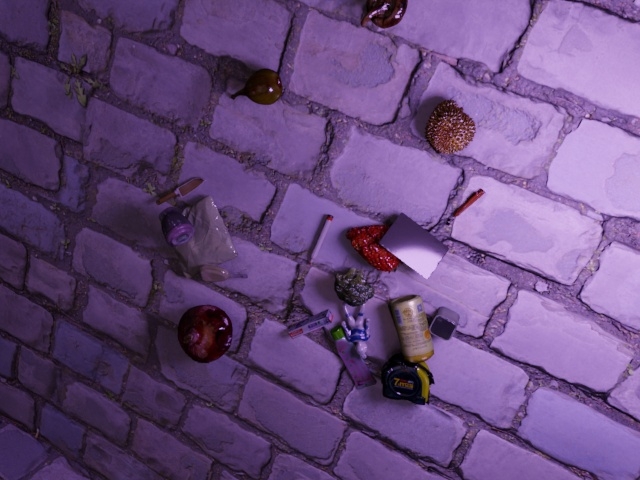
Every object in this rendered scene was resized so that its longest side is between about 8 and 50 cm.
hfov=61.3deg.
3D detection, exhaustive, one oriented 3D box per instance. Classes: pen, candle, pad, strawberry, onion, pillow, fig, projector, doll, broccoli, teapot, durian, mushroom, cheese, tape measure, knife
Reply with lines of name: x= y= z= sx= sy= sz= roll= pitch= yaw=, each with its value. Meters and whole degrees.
pen: x=0.000 y=0.000 z=2.023 sx=0.026 sy=0.026 sz=0.218 roll=28 pitch=114 yaw=11
candle: x=0.480 y=-0.111 z=1.806 sx=0.026 sy=0.021 sz=0.167 roll=37 pitch=117 yaw=-16
pad: x=0.323 y=0.018 z=1.857 sx=0.211 sy=0.003 sz=0.143 roll=38 pitch=79 yaw=-2
strawberry: x=0.201 y=0.011 z=1.908 sx=0.228 sy=0.098 sz=0.174 roll=37 pitch=114 yaw=5
onion: x=-0.484 y=0.388 z=2.225 sx=0.252 sy=0.219 sz=0.252 roll=3 pitch=98 yaw=20
pillow: x=-0.497 y=-0.009 z=2.182 sx=0.281 sy=0.076 sz=0.274 roll=-22 pitch=96 yaw=25
fig: x=-0.242 y=-0.533 z=1.909 sx=0.236 sy=0.124 sz=0.124 roll=0 pitch=107 yaw=34
projector: x=0.440 y=0.294 z=1.915 sx=0.083 sy=0.082 sz=0.083 roll=28 pitch=114 yaw=11
doll: x=0.140 y=0.343 z=2.063 sx=0.114 sy=0.057 sz=0.227 roll=-7 pitch=95 yaw=16
broccoli: x=0.117 y=0.172 z=1.973 sx=0.162 sy=0.137 sz=0.146 roll=18 pitch=153 yaw=-19
teapot: x=-0.570 y=-0.055 z=2.125 sx=0.116 sy=0.148 sz=0.146 roll=-29 pitch=67 yaw=-15
durian: x=0.409 y=-0.349 z=1.700 sx=0.158 sy=0.137 sz=0.168 roll=38 pitch=109 yaw=29
mushroom: x=0.195 y=-0.726 z=1.690 sx=0.171 sy=0.080 sz=0.135 roll=-29 pitch=82 yaw=27
cheese: x=-0.390 y=0.138 z=2.184 sx=0.192 sy=0.037 sz=0.097 roll=5 pitch=144 yaw=-1
tape measure: x=0.327 y=0.508 z=2.013 sx=0.199 sy=0.112 sz=0.186 roll=6 pitch=116 yaw=13
knife: x=-0.560 y=-0.195 z=2.177 sx=0.256 sy=0.022 sz=0.046 roll=-24 pitch=90 yaw=21

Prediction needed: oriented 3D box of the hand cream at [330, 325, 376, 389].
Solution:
hand cream: x=0.124 y=0.461 z=2.116 sx=0.079 sy=0.050 sz=0.275 roll=-16 pitch=107 yaw=50

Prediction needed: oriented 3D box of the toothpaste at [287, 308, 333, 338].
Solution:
toothpaste: x=-0.039 y=0.331 z=2.135 sx=0.196 sy=0.047 sz=0.040 roll=-27 pitch=110 yaw=26

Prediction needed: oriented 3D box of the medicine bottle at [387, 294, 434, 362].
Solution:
medicine bottle: x=0.330 y=0.319 z=1.931 sx=0.124 sy=0.124 sz=0.238 roll=-13 pitch=94 yaw=24
